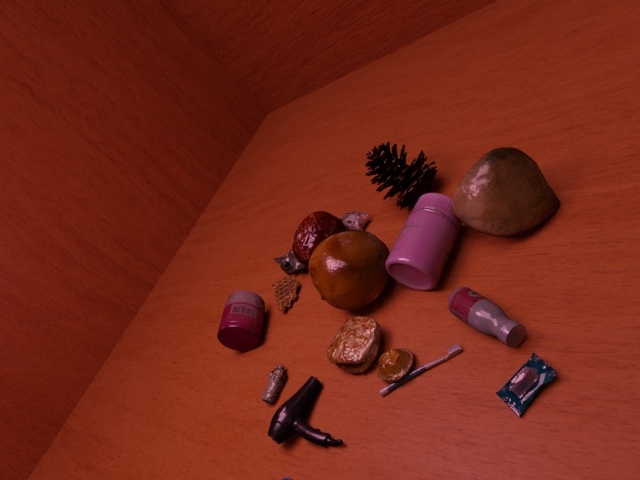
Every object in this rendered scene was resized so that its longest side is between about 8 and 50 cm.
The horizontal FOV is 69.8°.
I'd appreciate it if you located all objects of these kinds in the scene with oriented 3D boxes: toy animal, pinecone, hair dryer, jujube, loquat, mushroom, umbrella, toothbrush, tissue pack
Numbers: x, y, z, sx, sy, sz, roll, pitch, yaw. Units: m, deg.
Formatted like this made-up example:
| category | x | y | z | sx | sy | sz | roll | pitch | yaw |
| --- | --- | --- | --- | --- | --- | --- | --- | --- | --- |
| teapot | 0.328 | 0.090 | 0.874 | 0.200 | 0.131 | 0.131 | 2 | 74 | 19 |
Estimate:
| category | x | y | z | sx | sy | sz | roll | pitch | yaw |
| --- | --- | --- | --- | --- | --- | --- | --- | --- | --- |
| toy animal | -0.123 | 0.100 | 2.052 | 0.138 | 0.108 | 0.236 | -12 | -8 | -28 |
| pinecone | 0.305 | -0.273 | 1.806 | 0.246 | 0.292 | 0.246 | -51 | -9 | -12 |
| hair dryer | -0.013 | 0.556 | 1.408 | 0.271 | 0.091 | 0.235 | 16 | 54 | 42 |
| jujube | 0.000 | 0.000 | 1.898 | 0.213 | 0.213 | 0.232 | 0 | 61 | 50 |
| loquat | 0.106 | 0.104 | 1.618 | 0.283 | 0.276 | 0.276 | -32 | 28 | -16 |
| mushroom | 0.582 | -0.153 | 1.388 | 0.292 | 0.212 | 0.217 | -22 | 40 | -17 |
| umbrella | -0.162 | 0.508 | 1.632 | 0.067 | 0.062 | 0.143 | -54 | 12 | 56 |
| toothbrush | 0.282 | 0.370 | 1.309 | 0.275 | 0.019 | 0.025 | -35 | 27 | 15 |
| tissue pack | 0.492 | 0.343 | 1.092 | 0.138 | 0.028 | 0.085 | -47 | 27 | 4 |

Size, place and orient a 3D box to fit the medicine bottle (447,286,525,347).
| category | x | y | z | sx | sy | sz | roll | pitch | yaw |
| --- | --- | --- | --- | --- | --- | --- | --- | --- | --- |
| medicine bottle | 0.446 | 0.206 | 1.243 | 0.090 | 0.090 | 0.216 | -47 | 32 | -4 |

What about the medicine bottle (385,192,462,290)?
| category | x | y | z | sx | sy | sz | roll | pitch | yaw |
| --- | --- | --- | --- | --- | --- | --- | --- | --- | --- |
| medicine bottle | 0.349 | 0.002 | 1.519 | 0.178 | 0.178 | 0.291 | -2 | 50 | 49 |

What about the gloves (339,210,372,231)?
| category | x | y | z | sx | sy | sz | roll | pitch | yaw |
| --- | --- | --- | --- | --- | --- | --- | --- | --- | --- |
| gloves | 0.139 | -0.086 | 1.974 | 0.153 | 0.070 | 0.114 | 5 | 56 | 54 |

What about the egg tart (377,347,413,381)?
| category | x | y | z | sx | sy | sz | roll | pitch | yaw |
| --- | --- | --- | --- | --- | --- | --- | --- | --- | --- |
| egg tart | 0.215 | 0.359 | 1.358 | 0.128 | 0.049 | 0.129 | -34 | 19 | 14 |

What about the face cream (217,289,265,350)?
| category | x | y | z | sx | sy | sz | roll | pitch | yaw |
| --- | --- | --- | --- | --- | --- | --- | --- | --- | --- |
| face cream | -0.325 | 0.333 | 1.912 | 0.175 | 0.175 | 0.195 | -26 | 35 | 27 |

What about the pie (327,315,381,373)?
| category | x | y | z | sx | sy | sz | roll | pitch | yaw |
| --- | --- | --- | --- | --- | --- | --- | --- | --- | --- |
| pie | 0.111 | 0.335 | 1.487 | 0.205 | 0.084 | 0.179 | -9 | 44 | 47 |

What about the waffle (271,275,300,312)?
| category | x | y | z | sx | sy | sz | roll | pitch | yaw |
| --- | --- | --- | --- | --- | --- | --- | --- | --- | --- |
| waffle | -0.161 | 0.226 | 1.975 | 0.192 | 0.046 | 0.161 | 8 | 58 | 54 |

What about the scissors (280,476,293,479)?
| category | x | y | z | sx | sy | sz | roll | pitch | yaw |
| --- | --- | --- | --- | --- | --- | --- | --- | --- | --- |
| scissors | -0.050 | 0.737 | 1.247 | 0.256 | 0.030 | 0.125 | -9 | 47 | 47 |
